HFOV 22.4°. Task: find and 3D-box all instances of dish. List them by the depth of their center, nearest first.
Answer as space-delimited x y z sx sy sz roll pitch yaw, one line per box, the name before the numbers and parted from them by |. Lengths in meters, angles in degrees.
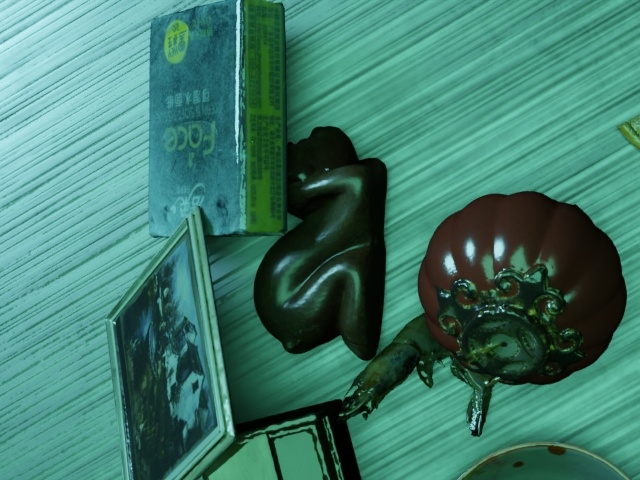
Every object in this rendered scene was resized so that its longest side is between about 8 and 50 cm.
dish | 0.247 0.349 1.787 0.260 0.085 0.260 0 90 5

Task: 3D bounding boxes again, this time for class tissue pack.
tissue pack | -0.113 -0.131 1.797 0.081 0.185 0.257 1 88 -38

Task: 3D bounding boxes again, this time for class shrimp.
shrimp | 0.116 0.175 1.796 0.195 0.035 0.148 -41 96 -26

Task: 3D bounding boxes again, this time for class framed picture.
framed picture | -0.171 0.141 1.733 0.232 0.019 0.296 -49 41 39

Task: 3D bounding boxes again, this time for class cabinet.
cabinet | -0.039 0.280 1.756 0.148 0.215 0.175 -15 87 6

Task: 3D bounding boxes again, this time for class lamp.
lamp | 0.218 0.049 1.742 0.227 0.227 0.227 0 89 7

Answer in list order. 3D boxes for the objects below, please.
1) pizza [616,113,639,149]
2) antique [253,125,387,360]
pizza | 0.403 -0.136 1.807 0.123 0.026 0.108 24 90 7
antique | 0.000 0.000 1.810 0.143 0.121 0.257 5 96 16
